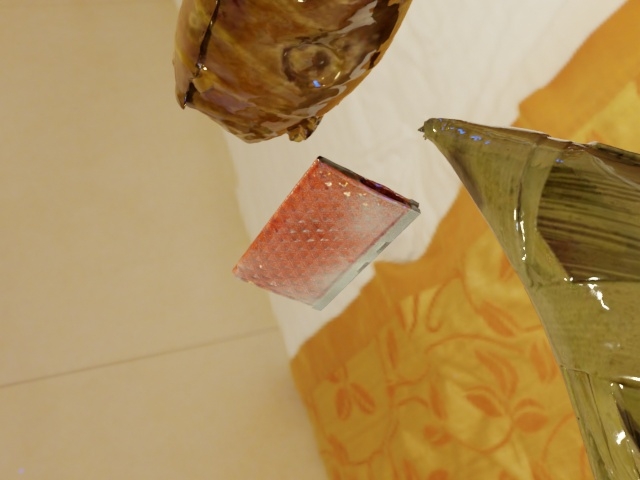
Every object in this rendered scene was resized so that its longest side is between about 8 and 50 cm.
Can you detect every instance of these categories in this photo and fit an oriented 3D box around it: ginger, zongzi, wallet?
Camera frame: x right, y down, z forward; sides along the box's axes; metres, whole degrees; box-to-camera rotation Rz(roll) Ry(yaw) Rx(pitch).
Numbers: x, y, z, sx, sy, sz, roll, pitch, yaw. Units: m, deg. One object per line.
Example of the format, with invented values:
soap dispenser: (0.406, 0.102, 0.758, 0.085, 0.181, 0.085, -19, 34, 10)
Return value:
ginger: (-0.002, -0.255, 0.809, 0.418, 0.176, 0.254, 117, 163, -53)
zongzi: (0.223, 0.159, 0.840, 0.466, 0.500, 0.218, 17, 154, 18)
wallet: (0.000, 0.000, 0.945, 0.196, 0.103, 0.020, -49, 24, 50)
